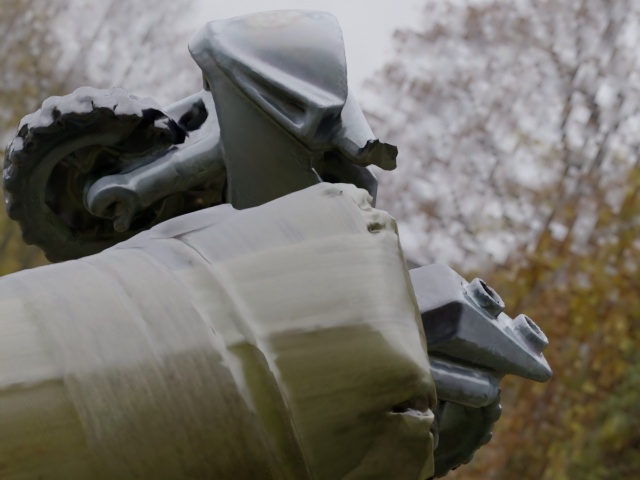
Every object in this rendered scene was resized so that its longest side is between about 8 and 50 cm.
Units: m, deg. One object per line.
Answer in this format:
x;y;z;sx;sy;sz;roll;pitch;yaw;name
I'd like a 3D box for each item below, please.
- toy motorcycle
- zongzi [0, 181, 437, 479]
0.000;0.000;0.805;0.270;0.159;0.106;36;17;-29;toy motorcycle
-0.075;0.068;0.437;0.189;0.081;0.178;-14;-23;-18;zongzi
